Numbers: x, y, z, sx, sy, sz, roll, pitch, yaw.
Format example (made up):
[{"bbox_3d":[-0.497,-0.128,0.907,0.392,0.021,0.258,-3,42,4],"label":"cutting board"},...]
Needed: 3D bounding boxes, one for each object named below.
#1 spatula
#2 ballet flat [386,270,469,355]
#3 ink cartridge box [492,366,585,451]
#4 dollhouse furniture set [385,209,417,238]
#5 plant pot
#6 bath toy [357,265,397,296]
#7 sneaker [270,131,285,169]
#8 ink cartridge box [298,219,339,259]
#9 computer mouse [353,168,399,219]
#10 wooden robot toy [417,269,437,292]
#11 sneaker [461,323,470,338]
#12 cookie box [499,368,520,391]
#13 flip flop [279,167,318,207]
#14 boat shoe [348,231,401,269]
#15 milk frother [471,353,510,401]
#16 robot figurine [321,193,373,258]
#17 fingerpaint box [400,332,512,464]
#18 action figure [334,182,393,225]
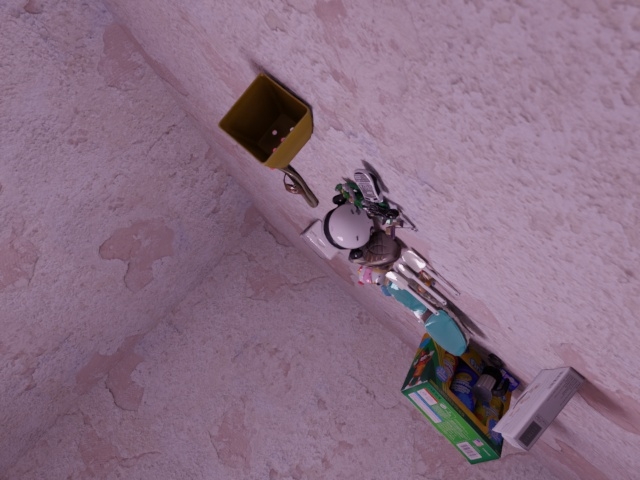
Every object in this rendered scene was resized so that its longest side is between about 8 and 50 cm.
[{"bbox_3d":[0.367,0.156,1.681,0.242,0.019,0.168,40,128,6],"label":"spatula"},{"bbox_3d":[0.441,0.266,1.858,0.409,0.147,0.147,46,171,8],"label":"ballet flat"},{"bbox_3d":[0.665,0.516,1.452,0.060,0.275,0.239,42,171,17],"label":"ink cartridge box"},{"bbox_3d":[0.259,-0.051,1.503,0.081,0.091,0.114,1,-178,-6],"label":"dollhouse furniture set"},{"bbox_3d":[-0.147,-0.347,1.466,0.212,0.212,0.187,42,-177,17],"label":"plant pot"},{"bbox_3d":[0.264,0.174,2.181,0.151,0.129,0.348,47,171,-17],"label":"bath toy"},{"bbox_3d":[-0.183,-0.363,1.713,0.116,0.136,0.314,39,169,27],"label":"sneaker"},{"bbox_3d":[0.000,0.000,2.608,0.198,0.115,0.273,45,171,-6],"label":"ink cartridge box"},{"bbox_3d":[0.162,-0.146,1.412,0.106,0.042,0.193,12,141,45],"label":"computer mouse"},{"bbox_3d":[0.380,0.158,1.738,0.076,0.079,0.173,43,170,11],"label":"wooden robot toy"},{"bbox_3d":[0.553,0.350,1.918,0.152,0.053,0.061,44,168,8],"label":"sneaker"},{"bbox_3d":[0.792,0.595,1.998,0.092,0.040,0.107,42,170,24],"label":"cookie box"},{"bbox_3d":[-0.112,-0.238,2.143,0.277,0.080,0.112,51,169,-34],"label":"flip flop"},{"bbox_3d":[0.234,0.047,1.841,0.130,0.132,0.355,21,174,-18],"label":"boat shoe"},{"bbox_3d":[0.684,0.555,1.908,0.129,0.134,0.143,-25,96,45],"label":"milk frother"},{"bbox_3d":[0.100,-0.050,1.769,0.209,0.174,0.278,35,172,-7],"label":"robot figurine"},{"bbox_3d":[0.596,0.642,2.004,0.445,0.371,0.163,47,131,-4],"label":"fingerpaint box"},{"bbox_3d":[0.134,-0.134,1.575,0.232,0.063,0.137,36,161,36],"label":"action figure"}]
